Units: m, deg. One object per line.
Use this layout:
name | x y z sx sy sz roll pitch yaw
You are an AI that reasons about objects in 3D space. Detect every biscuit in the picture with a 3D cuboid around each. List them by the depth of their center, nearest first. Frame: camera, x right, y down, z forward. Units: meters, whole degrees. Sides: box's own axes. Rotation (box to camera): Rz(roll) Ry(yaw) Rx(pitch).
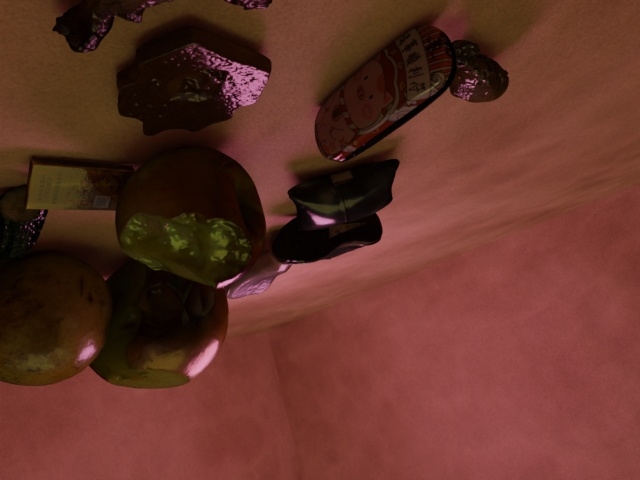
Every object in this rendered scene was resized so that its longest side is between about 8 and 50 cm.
biscuit | -0.180 -0.200 0.673 0.215 0.034 0.182 -24 162 38

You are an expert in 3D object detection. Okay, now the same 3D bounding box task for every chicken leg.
chicken leg | -0.109 -0.256 0.472 0.323 0.082 0.177 -16 180 -8
chicken leg | 0.232 -0.257 0.772 0.085 0.068 0.198 28 -168 27

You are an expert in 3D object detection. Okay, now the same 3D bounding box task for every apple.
apple | -0.219 -0.030 0.851 0.227 0.246 0.246 -16 165 14
apple | -0.430 0.218 1.333 0.384 0.374 0.374 -21 172 -38

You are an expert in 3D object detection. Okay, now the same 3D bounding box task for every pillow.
pillow | 0.056 -0.097 1.143 0.250 0.105 0.186 -17 158 -2

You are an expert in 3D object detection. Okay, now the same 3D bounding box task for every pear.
pear | -0.626 0.175 1.108 0.304 0.303 0.304 -14 165 -4

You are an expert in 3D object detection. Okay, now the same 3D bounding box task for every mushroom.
mushroom | -0.170 0.084 1.528 0.329 0.122 0.159 -37 -169 49

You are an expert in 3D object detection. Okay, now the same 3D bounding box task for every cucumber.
cucumber | -0.545 -0.019 0.908 0.077 0.077 0.265 -4 162 -36

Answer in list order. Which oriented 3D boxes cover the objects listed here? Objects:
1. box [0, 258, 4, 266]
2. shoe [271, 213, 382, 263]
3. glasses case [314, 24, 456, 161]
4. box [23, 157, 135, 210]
box | -0.760 0.063 0.930 0.271 0.045 0.211 -11 -174 -18
shoe | 0.000 0.000 1.417 0.337 0.132 0.171 -13 169 -29
glasses case | 0.086 -0.212 0.759 0.067 0.103 0.267 0 158 -42
box | -0.391 -0.088 0.826 0.156 0.022 0.089 -3 133 -41
